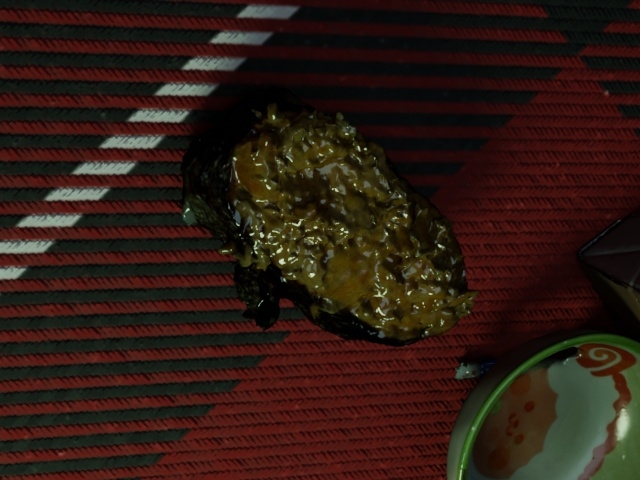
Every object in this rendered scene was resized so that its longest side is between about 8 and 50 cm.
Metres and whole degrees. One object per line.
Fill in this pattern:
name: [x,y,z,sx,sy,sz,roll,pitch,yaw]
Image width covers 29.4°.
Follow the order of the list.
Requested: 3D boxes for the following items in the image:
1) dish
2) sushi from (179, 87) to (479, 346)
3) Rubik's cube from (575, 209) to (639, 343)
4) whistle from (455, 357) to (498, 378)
dish: [0.282,0.246,1.534,0.324,0.124,0.324,-8,111,-23]
sushi: [0.000,0.000,1.337,0.348,0.207,0.234,40,83,-26]
Rubik's cube: [0.500,0.064,1.506,0.231,0.221,0.224,-37,113,-5]
whistle: [0.210,0.164,1.546,0.083,0.029,0.033,-1,142,-13]
